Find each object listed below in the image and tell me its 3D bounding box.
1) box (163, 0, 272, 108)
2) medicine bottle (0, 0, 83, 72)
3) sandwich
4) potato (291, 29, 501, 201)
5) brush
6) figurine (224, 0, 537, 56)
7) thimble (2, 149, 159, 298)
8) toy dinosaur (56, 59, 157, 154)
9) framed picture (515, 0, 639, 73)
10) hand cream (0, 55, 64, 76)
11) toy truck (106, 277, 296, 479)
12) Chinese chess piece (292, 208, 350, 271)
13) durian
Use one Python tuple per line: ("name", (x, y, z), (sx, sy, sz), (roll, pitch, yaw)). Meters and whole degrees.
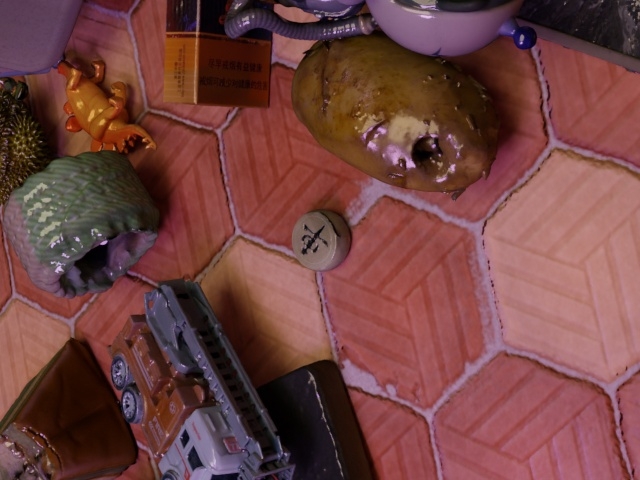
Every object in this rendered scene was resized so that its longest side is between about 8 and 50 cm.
("box", (-0.133, -0.298, 1.643), (0.070, 0.152, 0.237), (5, 96, 37))
("medicine bottle", (-0.526, -0.378, 1.730), (0.282, 0.375, 0.123), (122, 148, -40))
("sandwich", (-0.427, 0.284, 1.870), (0.155, 0.198, 0.227), (-41, 69, 32))
("potato", (0.084, -0.158, 1.486), (0.300, 0.140, 0.173), (35, 73, 34))
("brush", (-0.011, 0.268, 1.635), (0.123, 0.059, 0.197), (-30, 73, 38))
("figurine", (0.082, -0.320, 1.418), (0.382, 0.261, 0.186), (17, 140, 34))
("thimble", (-0.344, -0.019, 1.783), (0.219, 0.219, 0.150), (-42, 71, 31))
("toy dinosaur", (-0.328, -0.181, 1.855), (0.288, 0.070, 0.117), (43, 128, 32))
("framed picture", (0.332, -0.303, 1.366), (0.281, 0.019, 0.209), (26, 107, 34))
("hand cream", (-0.478, -0.276, 1.897), (0.065, 0.171, 0.043), (56, 134, 22))
("toy truck", (-0.158, 0.222, 1.652), (0.338, 0.133, 0.184), (58, 135, 33))
("Chinese chess piece", (0.000, 0.000, 1.629), (0.084, 0.034, 0.084), (3, 95, 39))
("durian", (-0.514, -0.149, 1.934), (0.146, 0.159, 0.198), (2, 115, 66))
